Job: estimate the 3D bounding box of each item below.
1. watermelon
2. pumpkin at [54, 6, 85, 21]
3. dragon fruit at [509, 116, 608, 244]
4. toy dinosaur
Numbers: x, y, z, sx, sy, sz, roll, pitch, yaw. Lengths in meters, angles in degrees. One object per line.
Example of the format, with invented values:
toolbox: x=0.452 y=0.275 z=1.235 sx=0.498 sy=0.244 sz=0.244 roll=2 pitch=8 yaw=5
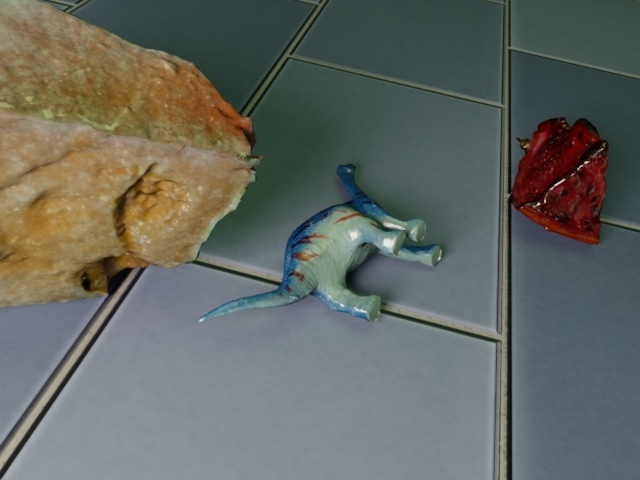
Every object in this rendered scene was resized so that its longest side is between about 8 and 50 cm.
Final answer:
watermelon: x=-0.230 y=-0.053 z=0.539 sx=0.302 sy=0.264 sz=0.151 roll=0 pitch=56 yaw=-30
pumpkin: x=-0.283 y=-0.128 z=0.669 sx=0.219 sy=0.162 sz=0.219 roll=5 pitch=-2 yaw=0
dragon fruit: x=0.260 y=-0.091 z=0.809 sx=0.092 sy=0.122 sz=0.192 roll=0 pitch=38 yaw=11
toy dinosaur: x=0.032 y=0.002 z=0.659 sx=0.144 sy=0.076 sz=0.329 roll=15 pitch=34 yaw=16
